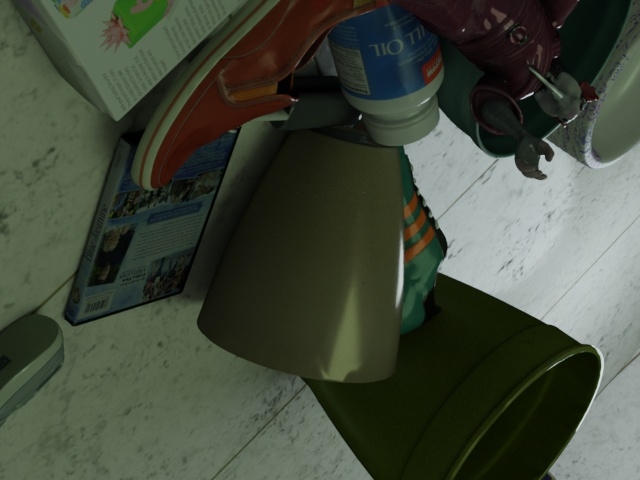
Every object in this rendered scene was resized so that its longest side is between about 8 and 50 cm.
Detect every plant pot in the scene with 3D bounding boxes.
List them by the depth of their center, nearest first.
[{"bbox_3d":[0.000,0.000,1.803,0.256,0.256,0.274,-5,112,-55],"label":"plant pot"},{"bbox_3d":[0.221,-0.276,1.810,0.293,0.196,0.293,-36,150,-26],"label":"plant pot"},{"bbox_3d":[0.155,0.198,2.116,0.366,0.353,0.366,-36,149,-26],"label":"plant pot"}]

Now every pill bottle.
[{"bbox_3d":[0.074,-0.222,1.675,0.124,0.124,0.222,-39,134,-23],"label":"pill bottle"}]

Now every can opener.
[{"bbox_3d":[-0.040,-0.169,1.676,0.280,0.074,0.093,-4,126,-56],"label":"can opener"}]

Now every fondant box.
[{"bbox_3d":[-0.136,-0.302,1.346,0.330,0.096,0.238,-46,153,-12],"label":"fondant box"}]

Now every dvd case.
[{"bbox_3d":[-0.191,-0.024,1.680,0.180,0.022,0.253,-17,137,-49],"label":"dvd case"}]

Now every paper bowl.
[{"bbox_3d":[0.431,-0.262,2.202,0.284,0.148,0.284,-36,149,-27],"label":"paper bowl"}]

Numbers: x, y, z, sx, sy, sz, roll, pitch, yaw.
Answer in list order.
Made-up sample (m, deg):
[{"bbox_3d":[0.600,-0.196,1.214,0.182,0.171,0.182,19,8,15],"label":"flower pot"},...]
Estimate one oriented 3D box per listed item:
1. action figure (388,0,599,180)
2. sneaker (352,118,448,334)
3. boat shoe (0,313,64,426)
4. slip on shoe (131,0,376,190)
[{"bbox_3d":[0.165,-0.230,1.529,0.248,0.275,0.370,-55,131,-12],"label":"action figure"},{"bbox_3d":[0.102,-0.023,1.943,0.121,0.108,0.302,-13,110,-31],"label":"sneaker"},{"bbox_3d":[-0.365,0.178,1.596,0.227,0.079,0.081,-42,147,-25],"label":"boat shoe"},{"bbox_3d":[-0.073,-0.164,1.493,0.331,0.101,0.123,-45,-178,16],"label":"slip on shoe"}]
